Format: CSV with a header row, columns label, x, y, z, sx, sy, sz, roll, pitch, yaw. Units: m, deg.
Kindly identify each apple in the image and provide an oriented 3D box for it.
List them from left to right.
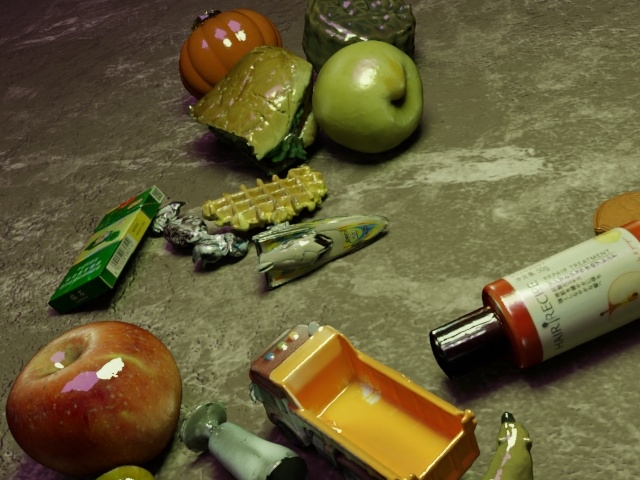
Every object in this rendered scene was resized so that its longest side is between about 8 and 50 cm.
label,x,y,z,sx,sy,sz,roll,pitch,yaw
apple,-0.265,0.195,0.995,0.201,0.162,0.201,-22,26,12
apple,0.079,-0.236,1.376,0.200,0.200,0.200,-14,35,10

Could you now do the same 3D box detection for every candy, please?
label,x,y,z,sx,sy,sz,roll,pitch,yaw
candy,-0.206,-0.011,1.336,0.094,0.051,0.226,-31,37,-32

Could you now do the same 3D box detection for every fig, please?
label,x,y,z,sx,sy,sz,roll,pitch,yaw
fig,-0.219,0.284,0.924,0.084,0.082,0.098,-52,14,14

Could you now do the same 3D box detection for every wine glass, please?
label,x,y,z,sx,sy,sz,roll,pitch,yaw
wine glass,-0.086,0.237,0.921,0.072,0.072,0.155,-41,40,-26

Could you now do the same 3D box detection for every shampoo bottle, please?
label,x,y,z,sx,sy,sz,roll,pitch,yaw
shampoo bottle,0.257,0.076,0.931,0.278,0.104,0.104,-23,35,-3

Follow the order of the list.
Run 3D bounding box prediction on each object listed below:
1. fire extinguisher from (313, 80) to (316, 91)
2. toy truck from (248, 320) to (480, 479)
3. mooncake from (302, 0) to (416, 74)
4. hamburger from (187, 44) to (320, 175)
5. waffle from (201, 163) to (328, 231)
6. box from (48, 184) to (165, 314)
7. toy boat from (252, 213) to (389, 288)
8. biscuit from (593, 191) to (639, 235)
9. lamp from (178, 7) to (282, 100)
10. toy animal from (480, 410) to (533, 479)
label,x,y,z,sx,sy,sz,roll,pitch,yaw
fire extinguisher,-0.022,-0.274,1.599,0.157,0.045,0.078,-25,48,-8
toy truck,0.037,0.185,0.868,0.114,0.135,0.270,-39,39,-24
mooncake,0.076,-0.403,1.586,0.228,0.124,0.228,3,50,-3
hamburger,-0.103,-0.248,1.486,0.211,0.132,0.309,-50,37,-3
waffle,-0.081,-0.069,1.326,0.161,0.046,0.192,11,36,30
box,-0.346,0.011,1.351,0.132,0.034,0.235,-25,29,32
toy boat,0.000,0.000,1.197,0.210,0.084,0.066,-17,22,-6
biscuit,0.420,-0.033,1.070,0.130,0.019,0.102,-12,35,13
lamp,-0.183,-0.372,1.679,0.223,0.196,0.223,-34,-1,-1
toy animal,0.145,0.265,0.736,0.103,0.101,0.218,13,47,41
